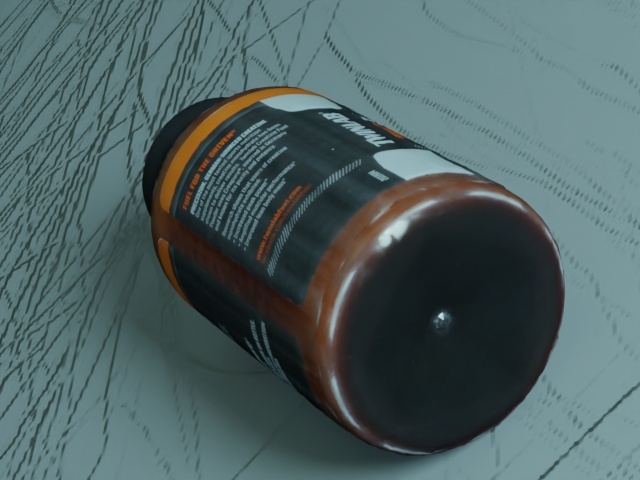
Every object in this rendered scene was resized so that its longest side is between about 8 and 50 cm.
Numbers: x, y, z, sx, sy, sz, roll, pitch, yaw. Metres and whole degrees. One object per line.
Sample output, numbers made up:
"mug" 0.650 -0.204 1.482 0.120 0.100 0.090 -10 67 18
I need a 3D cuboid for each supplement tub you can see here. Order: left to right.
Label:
"supplement tub" 0.000 0.000 0.699 0.106 0.106 0.198 -46 35 -8
